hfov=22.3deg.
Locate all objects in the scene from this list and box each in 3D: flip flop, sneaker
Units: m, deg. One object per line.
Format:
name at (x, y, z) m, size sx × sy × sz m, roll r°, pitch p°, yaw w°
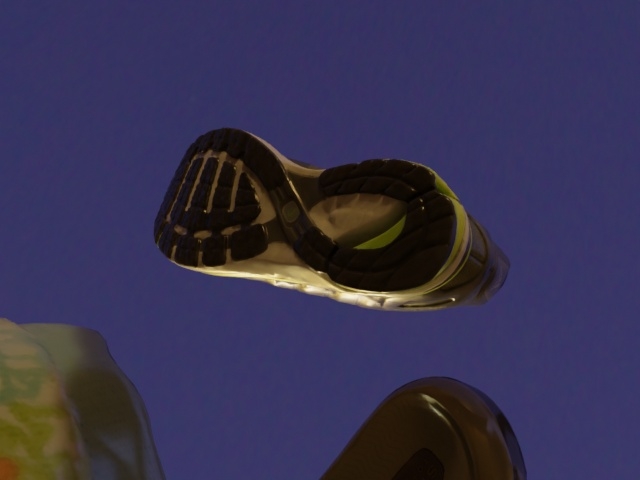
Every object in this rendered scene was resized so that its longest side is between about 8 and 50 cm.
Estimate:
flip flop at (-0.009, 0.178, 0.703) m, size 0.112 × 0.080 × 0.277 m, roll 44°, pitch -66°, yaw 33°
sneaker at (0.000, 0.000, 1.139) m, size 0.300 × 0.111 × 0.121 m, roll 16°, pitch -12°, yaw 43°

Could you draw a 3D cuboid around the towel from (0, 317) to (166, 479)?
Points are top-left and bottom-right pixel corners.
towel at (-0.154, 0.188, 0.367) m, size 0.320 × 0.374 × 0.090 m, roll 4°, pitch -31°, yaw -41°
